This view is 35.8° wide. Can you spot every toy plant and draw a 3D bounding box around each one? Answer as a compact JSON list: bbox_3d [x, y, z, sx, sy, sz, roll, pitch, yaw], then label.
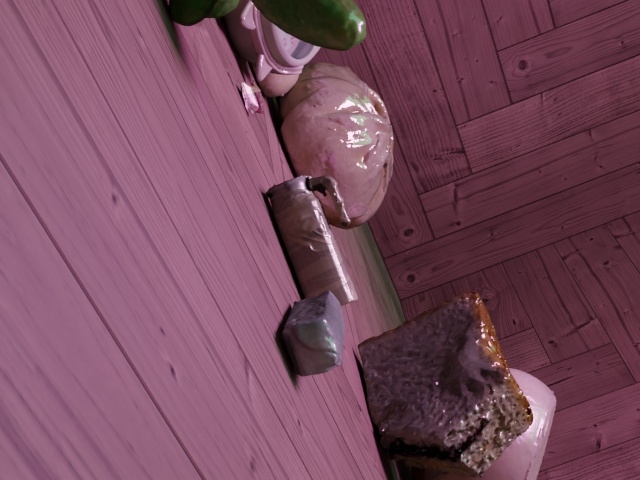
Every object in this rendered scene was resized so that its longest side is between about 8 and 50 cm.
[{"bbox_3d":[-0.111,-0.405,1.206,0.317,0.210,0.356,20,-46,39],"label":"toy plant"}]

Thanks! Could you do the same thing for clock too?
[{"bbox_3d":[-0.082,-0.442,1.813,0.265,0.108,0.324,76,30,-42],"label":"clock"}]

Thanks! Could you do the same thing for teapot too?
[{"bbox_3d":[0.000,0.000,1.452,0.077,0.107,0.200,-7,76,-81],"label":"teapot"}]

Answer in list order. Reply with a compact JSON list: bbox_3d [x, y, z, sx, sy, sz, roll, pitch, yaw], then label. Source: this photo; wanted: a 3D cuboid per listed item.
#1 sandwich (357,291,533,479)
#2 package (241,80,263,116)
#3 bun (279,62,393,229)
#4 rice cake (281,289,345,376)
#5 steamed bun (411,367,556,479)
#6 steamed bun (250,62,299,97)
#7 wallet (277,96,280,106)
[{"bbox_3d":[0.212,0.265,1.738,0.131,0.262,0.325,59,10,-36],"label":"sandwich"},{"bbox_3d":[-0.113,-0.237,1.653,0.083,0.029,0.059,-42,119,-73],"label":"package"},{"bbox_3d":[0.048,-0.211,2.103,0.365,0.219,0.365,-16,90,-82],"label":"bun"},{"bbox_3d":[-0.005,0.111,1.206,0.206,0.063,0.069,-53,124,-83],"label":"rice cake"},{"bbox_3d":[0.305,0.419,1.922,0.374,0.241,0.374,20,90,-73],"label":"steamed bun"},{"bbox_3d":[-0.092,-0.356,1.976,0.112,0.091,0.130,59,11,-53],"label":"steamed bun"},{"bbox_3d":[-0.070,-0.320,2.315,0.168,0.052,0.245,52,19,-60],"label":"wallet"}]
